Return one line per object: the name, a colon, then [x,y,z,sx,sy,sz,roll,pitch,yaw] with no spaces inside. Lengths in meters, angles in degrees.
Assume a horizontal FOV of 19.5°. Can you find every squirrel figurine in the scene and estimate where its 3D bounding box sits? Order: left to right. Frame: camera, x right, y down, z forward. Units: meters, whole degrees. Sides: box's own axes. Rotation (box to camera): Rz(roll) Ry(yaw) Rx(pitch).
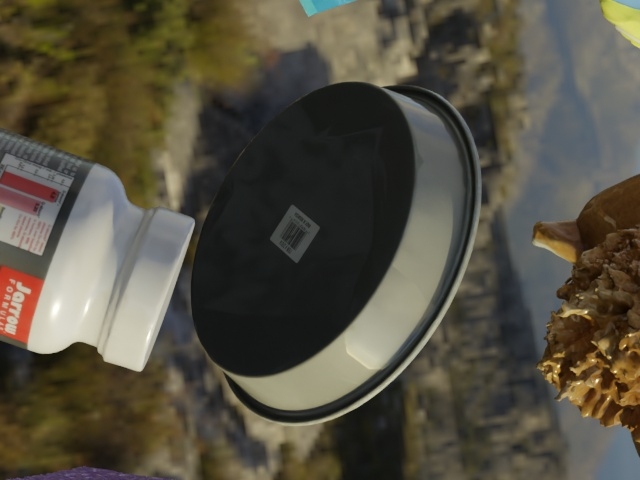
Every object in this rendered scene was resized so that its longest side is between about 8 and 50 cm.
squirrel figurine: [0.326,0.090,1.514,0.397,0.281,0.370,41,27,-67]

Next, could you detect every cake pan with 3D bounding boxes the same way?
cake pan: [0.000,0.000,1.467,0.054,0.293,0.293,28,47,-37]

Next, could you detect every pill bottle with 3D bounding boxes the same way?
pill bottle: [-0.327,-0.005,1.934,0.210,0.363,0.210,-160,-90,-88]

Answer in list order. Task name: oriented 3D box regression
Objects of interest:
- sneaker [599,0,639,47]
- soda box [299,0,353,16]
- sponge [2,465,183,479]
sneaker: [0.229,-0.229,1.070,0.126,0.240,0.091,30,5,-33]
soda box: [0.005,-0.309,1.717,0.071,0.067,0.210,56,24,-44]
sponge: [-0.160,0.192,1.351,0.210,0.117,0.031,7,89,-74]
